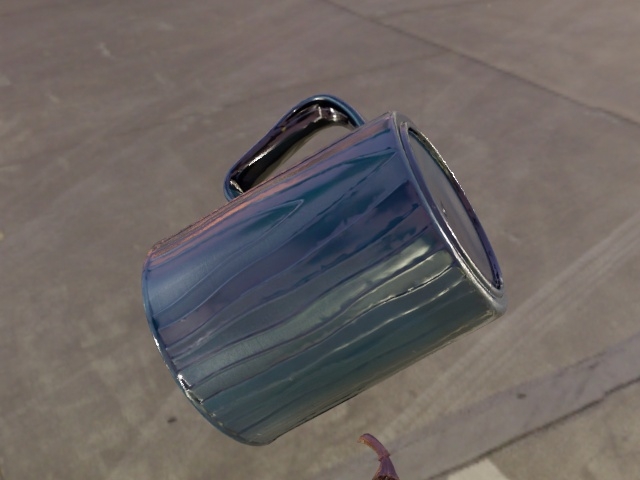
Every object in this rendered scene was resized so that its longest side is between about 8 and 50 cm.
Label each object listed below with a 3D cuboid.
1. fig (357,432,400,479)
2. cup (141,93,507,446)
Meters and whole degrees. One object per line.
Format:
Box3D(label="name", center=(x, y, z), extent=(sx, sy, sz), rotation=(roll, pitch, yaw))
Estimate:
Box3D(label="fig", center=(0.078, 0.316, 0.988), extent=(0.133, 0.146, 0.201), rotation=(-32, 28, 40))
Box3D(label="cup", center=(-0.003, 0.002, 0.408), extent=(0.138, 0.150, 0.113), rotation=(-30, -7, 17))
